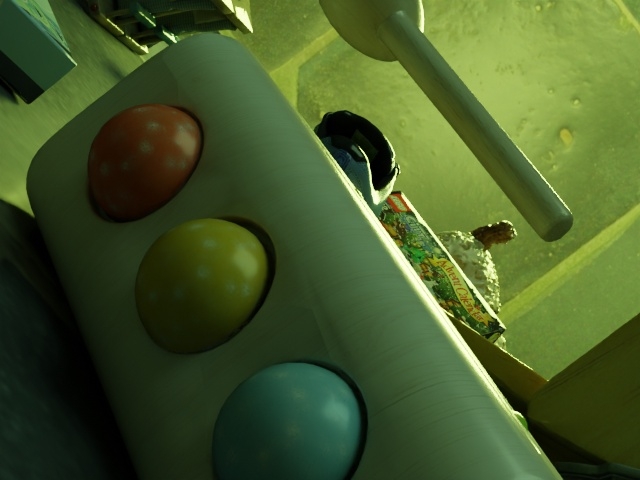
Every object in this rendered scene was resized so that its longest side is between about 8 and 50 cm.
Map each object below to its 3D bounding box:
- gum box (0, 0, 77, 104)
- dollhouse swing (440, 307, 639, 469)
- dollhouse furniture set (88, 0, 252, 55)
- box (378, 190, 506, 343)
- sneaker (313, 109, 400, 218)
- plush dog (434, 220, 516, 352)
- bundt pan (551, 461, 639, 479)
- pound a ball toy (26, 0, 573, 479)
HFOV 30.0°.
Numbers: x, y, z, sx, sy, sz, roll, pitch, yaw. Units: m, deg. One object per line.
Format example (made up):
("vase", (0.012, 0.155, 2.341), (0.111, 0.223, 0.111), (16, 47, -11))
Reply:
("gum box", (-0.223, -0.182, 0.691), (0.157, 0.041, 0.184), (48, 8, -42))
("dollhouse swing", (0.268, 0.113, 1.153), (0.305, 0.315, 0.347), (51, -7, 28))
("dollhouse furniture set", (-0.142, -0.187, 1.179), (0.129, 0.129, 0.184), (33, 50, -73))
("box", (0.093, 0.043, 1.420), (0.159, 0.044, 0.233), (-10, 54, -41))
("sneaker", (0.027, -0.049, 1.249), (0.130, 0.147, 0.330), (36, 4, 2))
("plush dog", (0.181, 0.106, 1.588), (0.262, 0.210, 0.225), (32, 44, -76))
("bundt pan", (0.306, 0.295, 0.961), (0.331, 0.124, 0.331), (18, -22, 7))
("pound a ball toy", (0.000, 0.000, 0.483), (0.136, 0.208, 0.319), (47, 8, -47))
